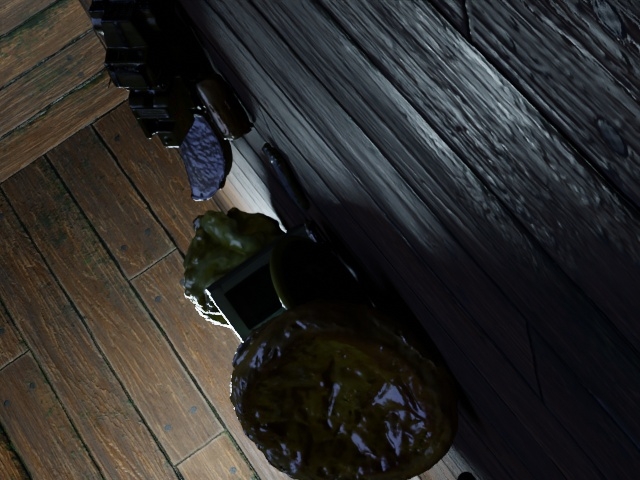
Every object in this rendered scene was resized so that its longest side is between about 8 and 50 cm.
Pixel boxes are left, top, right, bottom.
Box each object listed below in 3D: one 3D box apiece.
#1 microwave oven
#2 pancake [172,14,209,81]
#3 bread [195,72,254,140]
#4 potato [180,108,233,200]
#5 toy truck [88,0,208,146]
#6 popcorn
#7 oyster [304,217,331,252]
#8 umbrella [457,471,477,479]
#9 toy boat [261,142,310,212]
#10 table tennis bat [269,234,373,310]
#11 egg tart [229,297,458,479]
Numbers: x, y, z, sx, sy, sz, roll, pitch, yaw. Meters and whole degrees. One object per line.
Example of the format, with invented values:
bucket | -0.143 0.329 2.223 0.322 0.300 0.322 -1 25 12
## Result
microwave oven | -0.084 0.079 2.245 0.122 0.208 0.162 55 174 -4
pancake | -0.255 -0.344 2.117 0.288 0.033 0.286 52 174 31
bread | -0.146 -0.205 1.939 0.106 0.053 0.072 58 -163 -5
potato | -0.216 -0.205 2.464 0.120 0.100 0.261 8 132 26
toy truck | -0.263 -0.264 1.920 0.257 0.127 0.127 72 -153 -48
popcorn | -0.156 0.058 2.610 0.293 0.293 0.237 68 -153 -65
oyster | -0.002 -0.002 2.066 0.083 0.019 0.054 52 175 13
umbrella | 0.295 0.461 2.105 0.250 0.052 0.053 49 127 57
toy boat | -0.053 -0.097 1.950 0.063 0.016 0.115 49 172 44
table tennis bat | 0.049 0.145 1.939 0.368 0.054 0.224 54 -153 4
egg tart | 0.033 0.211 1.803 0.341 0.341 0.129 57 -160 -23
